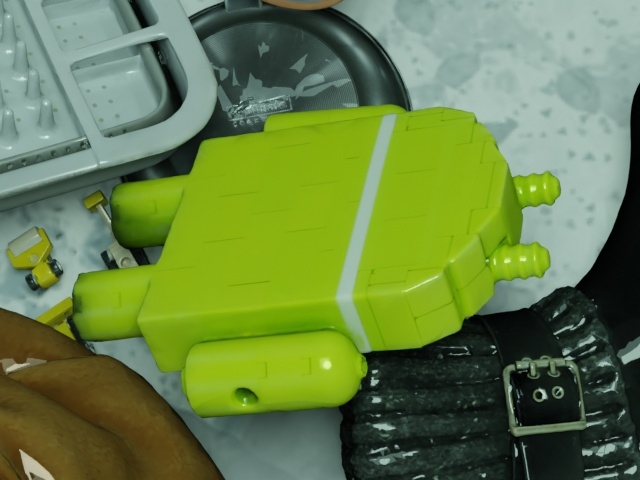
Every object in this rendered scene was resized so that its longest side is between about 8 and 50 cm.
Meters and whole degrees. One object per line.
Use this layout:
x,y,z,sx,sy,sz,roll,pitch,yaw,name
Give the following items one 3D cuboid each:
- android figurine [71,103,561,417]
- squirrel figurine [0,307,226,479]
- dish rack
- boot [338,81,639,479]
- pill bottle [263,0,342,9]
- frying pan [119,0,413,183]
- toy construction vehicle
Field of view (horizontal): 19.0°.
0.000,0.000,1.092,0.273,0.056,0.248,-7,38,16,android figurine
-0.156,0.171,0.959,0.397,0.370,0.281,21,79,19,squirrel figurine
-0.258,-0.115,1.199,0.333,0.072,0.285,-17,60,-18,dish rack
0.138,0.042,1.137,0.260,0.131,0.348,0,72,4,boot
0.003,-0.269,1.234,0.130,0.130,0.246,8,61,7,pill bottle
-0.023,-0.133,1.257,0.197,0.053,0.326,12,75,7,frying pan
-0.148,0.027,1.218,0.086,0.035,0.098,-36,69,3,toy construction vehicle
